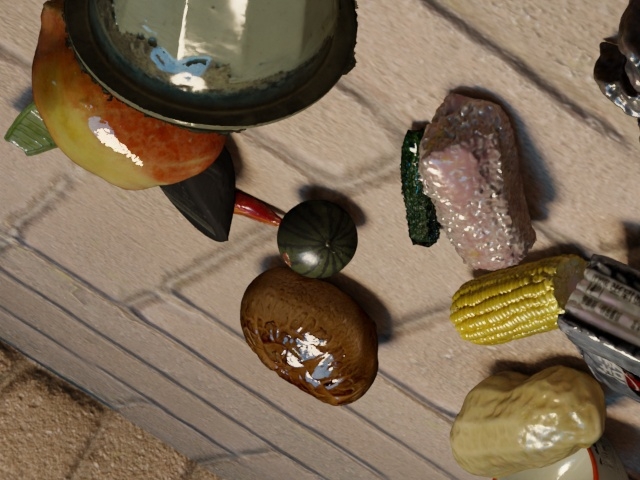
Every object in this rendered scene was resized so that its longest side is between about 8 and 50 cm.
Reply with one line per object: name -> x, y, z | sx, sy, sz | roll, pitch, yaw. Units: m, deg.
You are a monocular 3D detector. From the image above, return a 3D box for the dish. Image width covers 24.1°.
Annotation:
dish -> 0.368, 0.389, 2.215 | 0.117, 0.256, 0.256 | 22, 163, -26

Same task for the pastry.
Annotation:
pastry -> 0.177, -0.047, 1.658 | 0.103, 0.112, 0.265 | 4, 150, 26

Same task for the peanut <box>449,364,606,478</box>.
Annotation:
peanut -> 0.293, 0.256, 2.136 | 0.152, 0.152, 0.313 | 34, 155, -14

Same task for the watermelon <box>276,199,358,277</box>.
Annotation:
watermelon -> 0.000, 0.000, 1.962 | 0.105, 0.105, 0.133 | 38, 176, -21

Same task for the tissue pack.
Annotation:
tissue pack -> 0.459, 0.160, 1.676 | 0.361, 0.122, 0.259 | 27, 169, 28

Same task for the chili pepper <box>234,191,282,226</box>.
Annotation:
chili pepper -> -0.115, -0.052, 2.099 | 0.178, 0.027, 0.045 | 22, 161, 17

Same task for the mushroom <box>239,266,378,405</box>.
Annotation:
mushroom -> -0.014, 0.143, 2.254 | 0.253, 0.153, 0.253 | 34, 160, 14

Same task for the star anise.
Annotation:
star anise -> 0.334, -0.109, 1.344 | 0.230, 0.081, 0.262 | 35, 167, 31

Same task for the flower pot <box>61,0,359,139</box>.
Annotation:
flower pot -> -0.090, -0.274, 1.318 | 0.290, 0.290, 0.259 | 25, 147, 8

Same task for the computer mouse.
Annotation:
computer mouse -> -0.174, -0.108, 1.969 | 0.147, 0.088, 0.264 | 35, 164, 31

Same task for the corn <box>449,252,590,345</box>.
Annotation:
corn -> 0.247, 0.076, 1.866 | 0.093, 0.093, 0.244 | 34, 156, -14

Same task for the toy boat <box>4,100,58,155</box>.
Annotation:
toy boat -> -0.359, -0.172, 2.088 | 0.093, 0.055, 0.293 | 38, 155, -24

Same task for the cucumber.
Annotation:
cucumber -> 0.118, -0.060, 1.787 | 0.043, 0.044, 0.256 | 27, 158, 18

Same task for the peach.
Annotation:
peach -> -0.221, -0.184, 1.694 | 0.232, 0.232, 0.256 | -2, 134, 51
